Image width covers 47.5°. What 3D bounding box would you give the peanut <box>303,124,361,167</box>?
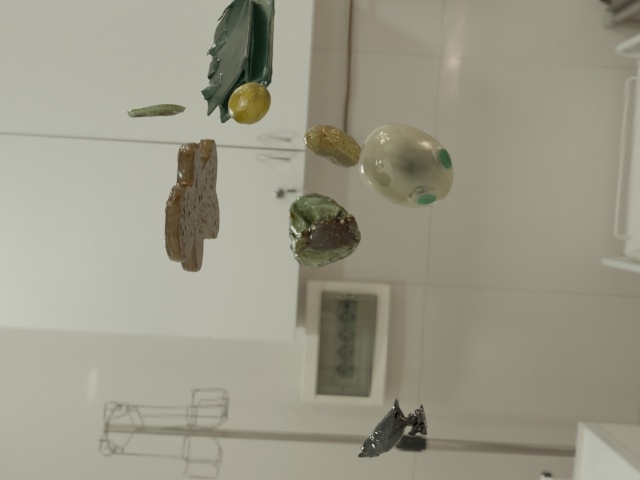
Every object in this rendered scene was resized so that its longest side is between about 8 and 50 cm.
[{"bbox_3d":[0.030,-0.238,1.820,0.093,0.194,0.083,23,92,44],"label":"peanut"}]

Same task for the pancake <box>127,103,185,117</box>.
[{"bbox_3d":[-0.299,-0.237,1.333,0.108,0.107,0.017,-99,2,-84],"label":"pancake"}]

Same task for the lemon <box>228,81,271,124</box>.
[{"bbox_3d":[-0.147,-0.291,1.537,0.110,0.082,0.082,-29,44,35],"label":"lemon"}]

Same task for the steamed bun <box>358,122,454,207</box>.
[{"bbox_3d":[0.201,-0.164,1.635,0.177,0.228,0.130,-60,15,0],"label":"steamed bun"}]

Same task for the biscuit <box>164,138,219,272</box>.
[{"bbox_3d":[-0.285,-0.076,1.559,0.432,0.064,0.283,-81,-7,-70],"label":"biscuit"}]

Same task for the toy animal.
[{"bbox_3d":[0.177,0.493,1.916,0.117,0.210,0.121,63,-174,2],"label":"toy animal"}]

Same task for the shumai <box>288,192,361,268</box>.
[{"bbox_3d":[-0.002,0.005,1.556,0.142,0.184,0.184,-62,-21,-58],"label":"shumai"}]

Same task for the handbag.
[{"bbox_3d":[-0.223,-0.501,1.950,0.238,0.089,0.327,-34,46,42],"label":"handbag"}]
